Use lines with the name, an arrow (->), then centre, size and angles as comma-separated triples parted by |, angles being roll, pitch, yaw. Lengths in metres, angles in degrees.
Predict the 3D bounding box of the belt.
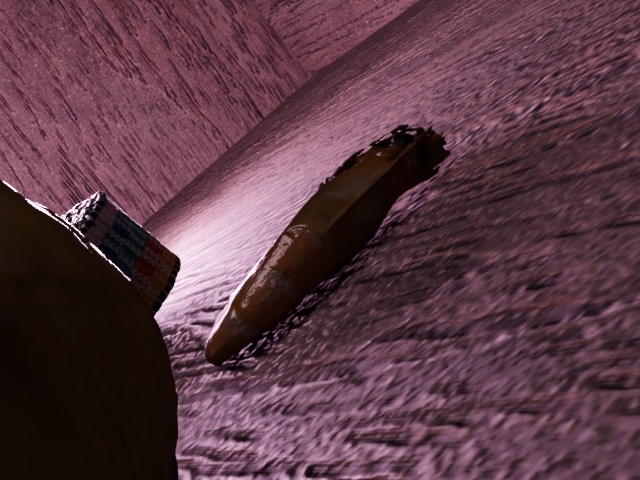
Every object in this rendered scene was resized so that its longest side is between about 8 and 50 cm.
belt -> -0.272, 0.070, 1.211 | 0.257, 0.150, 0.207 | -34, 20, 37

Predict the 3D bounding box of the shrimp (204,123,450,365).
shrimp -> 0.003, 0.002, 0.788 | 0.236, 0.053, 0.133 | -47, -9, -20

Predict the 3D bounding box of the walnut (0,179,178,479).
walnut -> -0.194, 0.095, 0.383 | 0.277, 0.253, 0.282 | 5, 0, 3
